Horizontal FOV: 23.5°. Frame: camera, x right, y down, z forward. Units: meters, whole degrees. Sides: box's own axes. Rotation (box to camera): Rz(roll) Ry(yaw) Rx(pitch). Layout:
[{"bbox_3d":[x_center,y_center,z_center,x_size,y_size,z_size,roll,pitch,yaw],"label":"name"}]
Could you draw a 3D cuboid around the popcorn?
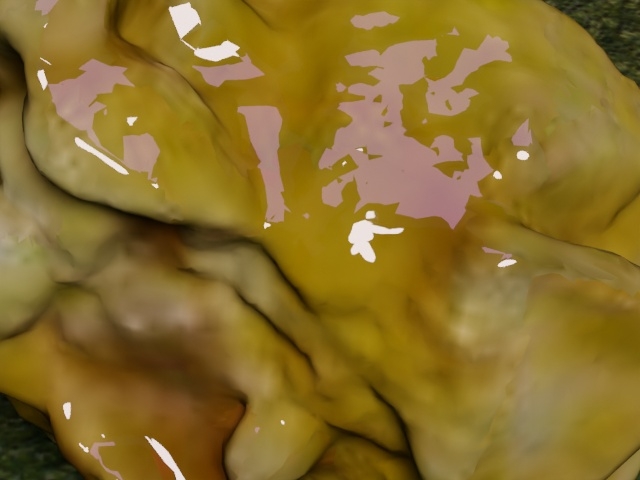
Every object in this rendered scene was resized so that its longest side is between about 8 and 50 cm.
[{"bbox_3d":[-0.001,-0.008,0.669,0.334,0.292,0.293,3,36,-10],"label":"popcorn"}]
